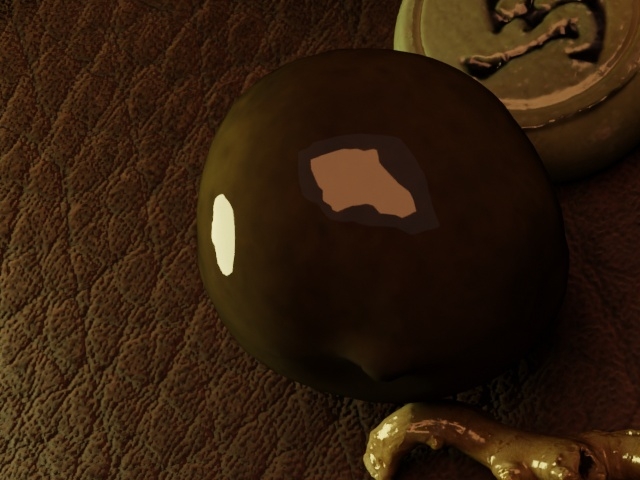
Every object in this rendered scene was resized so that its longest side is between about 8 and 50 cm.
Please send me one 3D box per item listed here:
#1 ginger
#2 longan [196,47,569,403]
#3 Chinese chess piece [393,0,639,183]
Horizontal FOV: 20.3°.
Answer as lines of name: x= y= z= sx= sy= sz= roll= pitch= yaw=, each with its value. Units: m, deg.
ginger: x=0.161 y=0.167 z=1.384 sx=0.288 sy=0.075 sz=0.089 roll=1 pitch=23 yaw=22
longan: x=0.050 y=-0.007 z=1.386 sx=0.297 sy=0.297 sz=0.297 roll=-8 pitch=61 yaw=16
Chinese chess piece: x=0.186 y=-0.170 z=1.533 sx=0.250 sy=0.101 sz=0.250 roll=-8 pitch=62 yaw=15
